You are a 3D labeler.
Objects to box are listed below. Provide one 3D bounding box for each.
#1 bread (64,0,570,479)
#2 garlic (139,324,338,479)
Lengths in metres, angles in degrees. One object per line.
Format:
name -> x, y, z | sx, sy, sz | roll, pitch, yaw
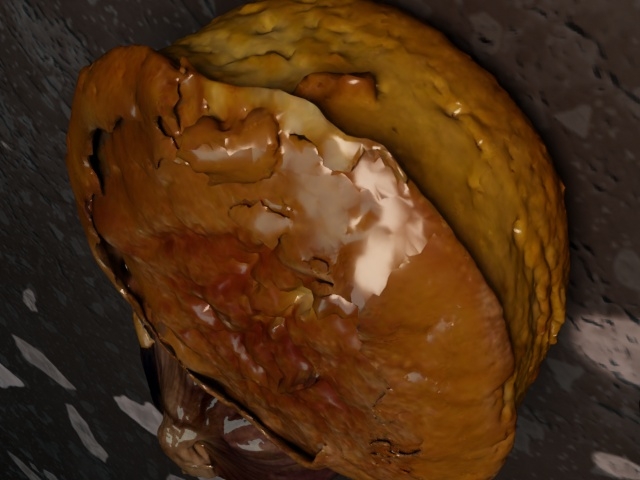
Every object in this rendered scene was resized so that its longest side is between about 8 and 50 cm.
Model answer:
bread -> 0.000, -0.002, 0.696 | 0.336, 0.204, 0.358 | 20, 144, 29
garlic -> -0.083, 0.143, 0.988 | 0.245, 0.160, 0.245 | 34, 143, 31
